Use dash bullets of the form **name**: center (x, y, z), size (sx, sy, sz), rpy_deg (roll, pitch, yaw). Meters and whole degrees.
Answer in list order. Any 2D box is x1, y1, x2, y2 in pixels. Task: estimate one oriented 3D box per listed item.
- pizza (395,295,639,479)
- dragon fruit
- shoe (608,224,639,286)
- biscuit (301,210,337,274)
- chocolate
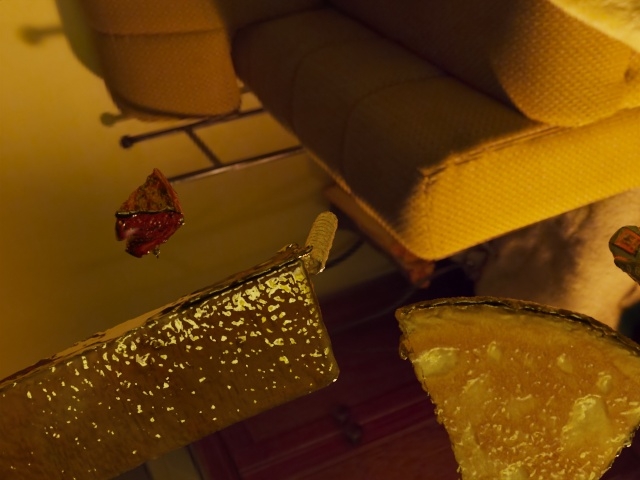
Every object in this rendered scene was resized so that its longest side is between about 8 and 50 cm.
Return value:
- **pizza**: center (0.366, 0.245, 1.364), size (0.080, 0.392, 0.434), rpy_deg (71, 177, -73)
- **dragon fruit**: center (-0.299, -0.019, 1.458), size (0.092, 0.122, 0.192), rpy_deg (35, 139, 1)
- **shoe**: center (0.641, 0.032, 1.596), size (0.171, 0.132, 0.336), rpy_deg (34, -175, 2)
- **biscuit**: center (0.000, 0.000, 1.792), size (0.055, 0.061, 0.219), rpy_deg (40, -150, -13)
- **chocolate**: center (-0.133, 0.114, 0.688), size (0.112, 0.321, 0.112), rpy_deg (-133, 18, -84)
